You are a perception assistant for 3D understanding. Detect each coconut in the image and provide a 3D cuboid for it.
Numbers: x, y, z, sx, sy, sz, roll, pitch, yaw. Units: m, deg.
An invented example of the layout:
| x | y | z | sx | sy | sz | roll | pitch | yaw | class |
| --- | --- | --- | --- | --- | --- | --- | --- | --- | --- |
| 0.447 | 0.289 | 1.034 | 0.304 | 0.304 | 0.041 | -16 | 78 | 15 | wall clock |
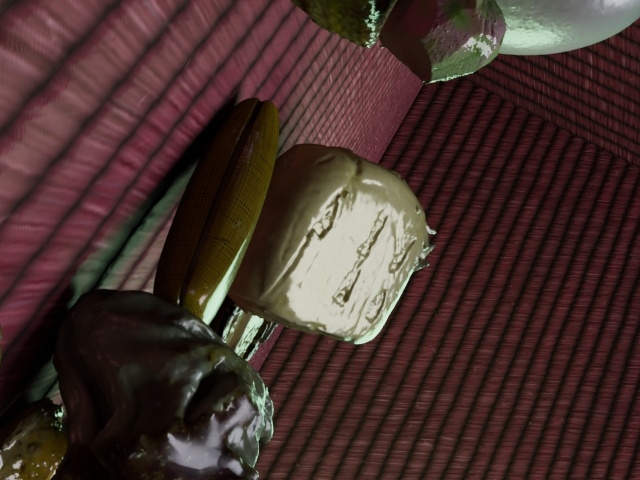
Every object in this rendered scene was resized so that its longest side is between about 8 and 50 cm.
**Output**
| x | y | z | sx | sy | sz | roll | pitch | yaw | class |
| --- | --- | --- | --- | --- | --- | --- | --- | --- | --- |
| 0.088 | -0.149 | 0.576 | 0.083 | 0.082 | 0.081 | -16 | 149 | -55 | coconut |

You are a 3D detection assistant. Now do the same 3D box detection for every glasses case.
| x | y | z | sx | sy | sz | roll | pitch | yaw | class |
| --- | --- | --- | --- | --- | --- | --- | --- | --- | --- |
| -0.080 | -0.026 | 0.676 | 0.079 | 0.064 | 0.234 | 101 | 4 | -50 | glasses case |

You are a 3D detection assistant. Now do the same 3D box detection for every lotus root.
| x | y | z | sx | sy | sz | roll | pitch | yaw | class |
| --- | --- | --- | --- | --- | --- | --- | --- | --- | --- |
| -0.094 | 0.057 | 1.206 | 0.167 | 0.078 | 0.329 | -5 | 127 | -58 | lotus root |

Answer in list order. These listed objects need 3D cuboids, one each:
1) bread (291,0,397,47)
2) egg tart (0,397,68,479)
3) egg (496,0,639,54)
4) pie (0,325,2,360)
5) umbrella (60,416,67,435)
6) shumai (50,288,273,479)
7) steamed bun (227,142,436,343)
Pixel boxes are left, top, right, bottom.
| x | y | z | sx | sy | sz | roll | pitch | yaw | class |
| --- | --- | --- | --- | --- | --- | --- | --- | --- | --- |
| 0.054 | -0.276 | 0.594 | 0.234 | 0.110 | 0.184 | -60 | 179 | -2 | bread |
| -0.219 | 0.179 | 0.610 | 0.129 | 0.049 | 0.129 | -60 | 174 | -11 | egg tart |
| 0.303 | -0.414 | 1.130 | 0.354 | 0.340 | 0.354 | -60 | 176 | -7 | egg |
| -0.196 | 0.116 | 0.236 | 0.248 | 0.090 | 0.201 | -58 | -175 | -39 | pie |
| -0.215 | 0.200 | 0.787 | 0.188 | 0.046 | 0.050 | 108 | -32 | -67 | umbrella |
| -0.123 | 0.140 | 0.586 | 0.184 | 0.184 | 0.142 | 113 | 1 | -48 | shumai |
| 0.000 | 0.000 | 1.027 | 0.273 | 0.166 | 0.232 | 21 | 92 | -45 | steamed bun |
